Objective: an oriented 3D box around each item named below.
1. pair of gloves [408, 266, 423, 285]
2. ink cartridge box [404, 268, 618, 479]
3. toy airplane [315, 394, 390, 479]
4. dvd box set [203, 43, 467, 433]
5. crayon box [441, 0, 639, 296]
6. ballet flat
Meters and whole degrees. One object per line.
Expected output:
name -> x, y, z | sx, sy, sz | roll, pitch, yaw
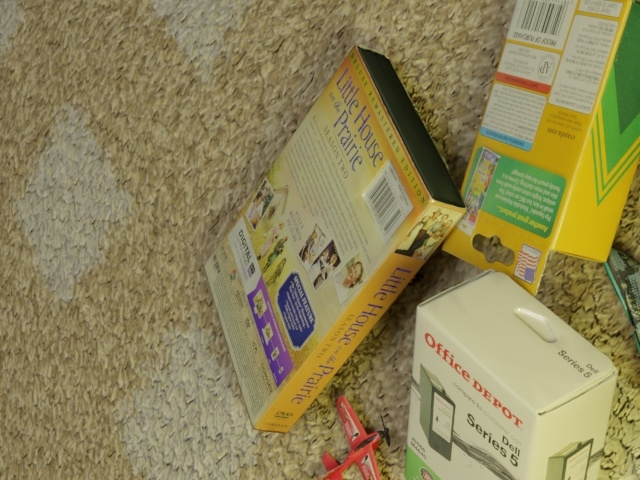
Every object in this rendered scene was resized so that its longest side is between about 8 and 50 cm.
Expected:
pair of gloves -> 0.108, 0.015, 1.649 | 0.074, 0.010, 0.083 | 19, 97, 45
ink cartridge box -> 0.195, 0.200, 1.381 | 0.198, 0.114, 0.273 | 42, 144, 40
toy airplane -> 0.042, 0.282, 1.666 | 0.151, 0.028, 0.151 | -9, 77, 45
dvd box set -> 0.000, 0.000, 1.667 | 0.420, 0.062, 0.308 | -54, 39, 30
crayon box -> 0.260, -0.111, 1.428 | 0.203, 0.083, 0.323 | 32, 107, 61
ballet flat -> 0.354, 0.082, 1.368 | 0.070, 0.070, 0.188 | -34, 62, 37
